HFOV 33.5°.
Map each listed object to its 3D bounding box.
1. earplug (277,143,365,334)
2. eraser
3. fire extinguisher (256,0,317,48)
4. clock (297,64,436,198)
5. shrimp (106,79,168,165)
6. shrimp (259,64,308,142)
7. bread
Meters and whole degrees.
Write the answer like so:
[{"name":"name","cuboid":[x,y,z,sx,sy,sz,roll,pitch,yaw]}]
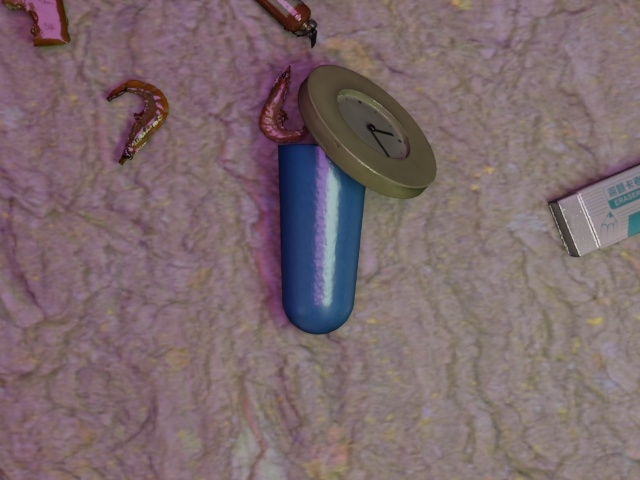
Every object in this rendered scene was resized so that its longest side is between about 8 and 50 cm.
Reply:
[{"name":"earplug","cuboid":[0.000,0.000,1.538,0.132,0.132,0.273,2,93,-5]},{"name":"eraser","cuboid":[0.468,-0.060,1.612,0.225,0.052,0.095,-23,94,-6]},{"name":"fire extinguisher","cuboid":[-0.066,-0.354,1.569,0.177,0.062,0.050,43,128,-3]},{"name":"clock","cuboid":[0.068,-0.155,1.506,0.235,0.235,0.029,42,121,-3]},{"name":"shrimp","cuboid":[-0.279,-0.174,1.562,0.091,0.025,0.127,24,83,-4]},{"name":"shrimp","cuboid":[-0.043,-0.200,1.585,0.083,0.023,0.114,16,93,-8]},{"name":"bread","cuboid":[-0.423,-0.389,1.541,0.088,0.049,0.226,-9,91,-5]}]
